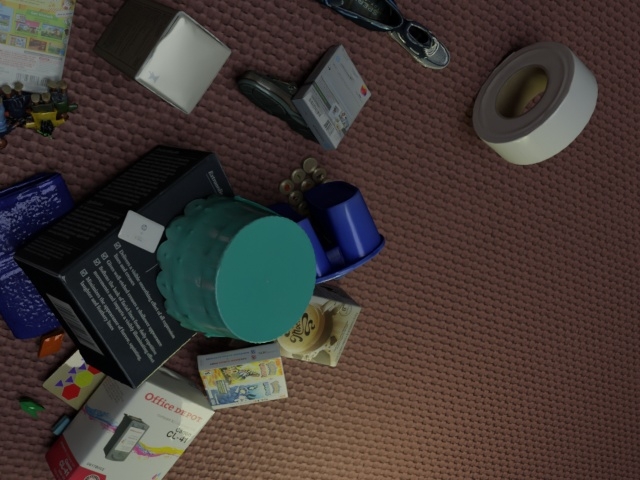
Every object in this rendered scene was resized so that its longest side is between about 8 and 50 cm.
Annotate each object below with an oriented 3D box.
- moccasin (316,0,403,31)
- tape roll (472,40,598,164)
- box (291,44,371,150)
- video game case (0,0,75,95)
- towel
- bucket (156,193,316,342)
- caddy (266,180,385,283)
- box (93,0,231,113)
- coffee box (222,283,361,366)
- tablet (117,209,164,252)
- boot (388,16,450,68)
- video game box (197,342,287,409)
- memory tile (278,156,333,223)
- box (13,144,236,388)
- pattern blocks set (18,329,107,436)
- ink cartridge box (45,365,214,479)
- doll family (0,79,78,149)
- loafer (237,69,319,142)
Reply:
[{"bbox_3d":[0.044,-0.546,1.874,0.342,0.117,0.138,19,101,-32],"label":"moccasin"},{"bbox_3d":[0.496,-0.322,2.103,0.100,0.286,0.286,33,94,-33],"label":"tape roll"},{"bbox_3d":[0.027,-0.311,1.960,0.145,0.038,0.186,54,53,-33],"label":"box"},{"bbox_3d":[-0.584,-0.387,1.673,0.227,0.026,0.206,7,107,-28],"label":"video game case"},{"bbox_3d":[-0.576,0.032,1.827,0.227,0.076,0.308,-24,118,-13],"label":"towel"},{"bbox_3d":[-0.153,0.058,1.710,0.281,0.183,0.281,-12,108,-41],"label":"bucket"},{"bbox_3d":[0.000,0.000,1.950,0.241,0.341,0.179,-23,105,-8],"label":"caddy"},{"bbox_3d":[-0.299,-0.350,1.662,0.121,0.311,0.148,34,93,-34],"label":"box"},{"bbox_3d":[-0.077,0.177,2.111,0.297,0.119,0.168,15,104,-31],"label":"coffee box"},{"bbox_3d":[-0.328,-0.016,1.654,0.083,0.006,0.054,29,79,-41],"label":"tablet"},{"bbox_3d":[0.237,-0.439,2.036,0.190,0.086,0.069,24,98,-33],"label":"boot"},{"bbox_3d":[-0.176,0.316,2.081,0.187,0.048,0.205,-11,145,-4],"label":"video game box"},{"bbox_3d":[-0.021,-0.113,2.083,0.113,0.012,0.148,-44,123,-5],"label":"memory tile"},{"bbox_3d":[-0.344,0.040,1.801,0.395,0.212,0.293,-42,124,-27],"label":"box"},{"bbox_3d":[-0.503,0.283,1.985,0.325,0.026,0.285,-39,128,-10],"label":"pattern blocks set"},{"bbox_3d":[-0.423,0.431,2.012,0.306,0.131,0.226,-51,132,4],"label":"ink cartridge box"},{"bbox_3d":[-0.559,-0.235,1.715,0.193,0.076,0.111,-5,143,-14],"label":"doll family"},{"bbox_3d":[-0.068,-0.303,1.947,0.267,0.096,0.084,32,74,-40],"label":"loafer"}]
